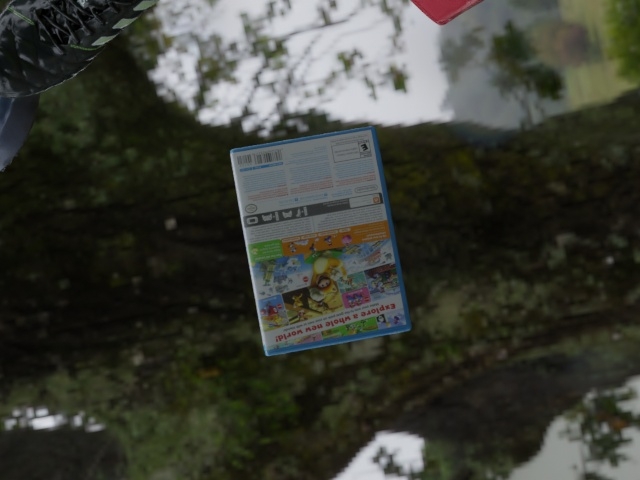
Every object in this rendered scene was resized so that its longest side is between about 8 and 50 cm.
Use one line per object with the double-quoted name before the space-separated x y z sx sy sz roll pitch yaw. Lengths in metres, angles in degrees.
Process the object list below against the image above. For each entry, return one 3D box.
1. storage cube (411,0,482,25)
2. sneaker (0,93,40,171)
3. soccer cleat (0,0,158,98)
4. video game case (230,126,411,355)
"storage cube" 0.121 -0.315 1.126 0.215 0.184 0.193 42 162 -11
"sneaker" -0.397 -0.111 1.378 0.131 0.319 0.112 32 -119 -37
"soccer cleat" -0.130 -0.149 0.848 0.060 0.179 0.072 53 177 -5
"video game case" 0.000 0.000 1.140 0.015 0.119 0.166 144 116 -83
